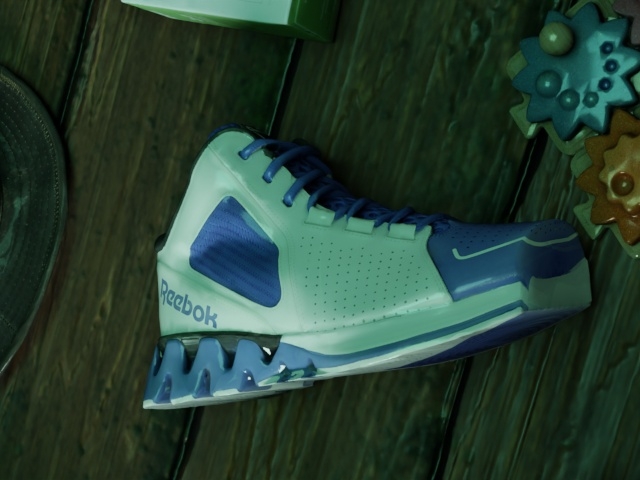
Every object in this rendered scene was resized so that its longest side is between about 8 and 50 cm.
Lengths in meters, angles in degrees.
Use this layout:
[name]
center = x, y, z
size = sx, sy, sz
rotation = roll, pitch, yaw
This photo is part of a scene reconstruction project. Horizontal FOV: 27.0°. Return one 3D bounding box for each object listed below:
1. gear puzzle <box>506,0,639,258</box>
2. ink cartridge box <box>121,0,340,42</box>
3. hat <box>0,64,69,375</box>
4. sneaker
[gear puzzle]
center = 0.240, -0.023, 0.763
size = 0.175, 0.044, 0.339
rotation = -39, 68, 23
[ink cartridge box]
center = -0.080, -0.214, 0.965
size = 0.209, 0.062, 0.109
rotation = 14, 93, 32
[hat]
center = -0.363, -0.005, 1.082
size = 0.331, 0.134, 0.331
rotation = -3, 85, 30
[sneaker]
center = -0.001, 0.000, 0.861
size = 0.315, 0.127, 0.182
rotation = -15, 80, 31
